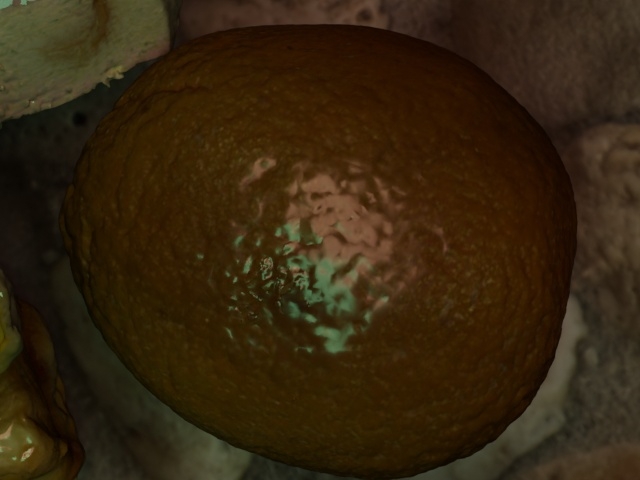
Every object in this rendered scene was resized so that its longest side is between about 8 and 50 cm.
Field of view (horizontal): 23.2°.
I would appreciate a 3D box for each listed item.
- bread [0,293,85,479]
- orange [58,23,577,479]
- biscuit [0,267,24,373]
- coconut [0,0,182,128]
[{"bbox_3d":[-0.349,0.155,1.117,0.344,0.149,0.195,-20,67,-8],"label":"bread"},{"bbox_3d":[0.000,0.000,1.095,0.357,0.322,0.322,19,79,3],"label":"orange"},{"bbox_3d":[-0.400,-0.032,0.983,0.446,0.104,0.429,-35,85,17],"label":"biscuit"},{"bbox_3d":[-0.236,-0.219,1.122,0.309,0.297,0.297,-22,82,-3],"label":"coconut"}]
